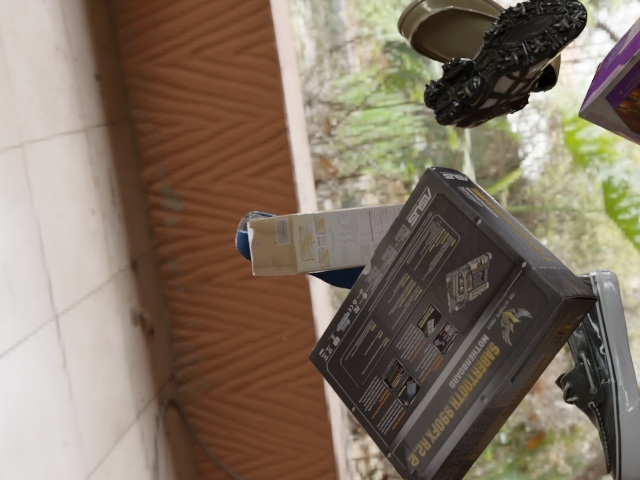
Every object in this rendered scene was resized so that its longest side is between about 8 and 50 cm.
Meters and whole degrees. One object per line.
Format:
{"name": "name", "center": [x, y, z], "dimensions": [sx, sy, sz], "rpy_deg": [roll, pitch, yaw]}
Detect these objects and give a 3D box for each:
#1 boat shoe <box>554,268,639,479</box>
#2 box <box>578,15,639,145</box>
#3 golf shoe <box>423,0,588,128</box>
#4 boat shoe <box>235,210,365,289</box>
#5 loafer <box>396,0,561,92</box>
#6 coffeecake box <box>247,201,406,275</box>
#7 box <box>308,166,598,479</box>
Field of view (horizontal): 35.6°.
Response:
{"name": "boat shoe", "center": [0.420, 0.213, 1.535], "dimensions": [0.121, 0.119, 0.335], "rpy_deg": [54, 29, -69]}
{"name": "box", "center": [0.352, -0.084, 0.690], "dimensions": [0.201, 0.293, 0.057], "rpy_deg": [112, 3, -74]}
{"name": "golf shoe", "center": [0.207, -0.189, 1.075], "dimensions": [0.094, 0.198, 0.077], "rpy_deg": [18, 47, -49]}
{"name": "boat shoe", "center": [0.000, 0.000, 1.555], "dimensions": [0.089, 0.258, 0.109], "rpy_deg": [-89, -157, -51]}
{"name": "loafer", "center": [0.232, -0.271, 1.374], "dimensions": [0.102, 0.268, 0.092], "rpy_deg": [-60, -147, 39]}
{"name": "coffeecake box", "center": [0.028, -0.003, 1.153], "dimensions": [0.142, 0.185, 0.068], "rpy_deg": [173, -89, -66]}
{"name": "box", "center": [0.107, 0.079, 0.884], "dimensions": [0.056, 0.231, 0.183], "rpy_deg": [5, 34, -46]}
